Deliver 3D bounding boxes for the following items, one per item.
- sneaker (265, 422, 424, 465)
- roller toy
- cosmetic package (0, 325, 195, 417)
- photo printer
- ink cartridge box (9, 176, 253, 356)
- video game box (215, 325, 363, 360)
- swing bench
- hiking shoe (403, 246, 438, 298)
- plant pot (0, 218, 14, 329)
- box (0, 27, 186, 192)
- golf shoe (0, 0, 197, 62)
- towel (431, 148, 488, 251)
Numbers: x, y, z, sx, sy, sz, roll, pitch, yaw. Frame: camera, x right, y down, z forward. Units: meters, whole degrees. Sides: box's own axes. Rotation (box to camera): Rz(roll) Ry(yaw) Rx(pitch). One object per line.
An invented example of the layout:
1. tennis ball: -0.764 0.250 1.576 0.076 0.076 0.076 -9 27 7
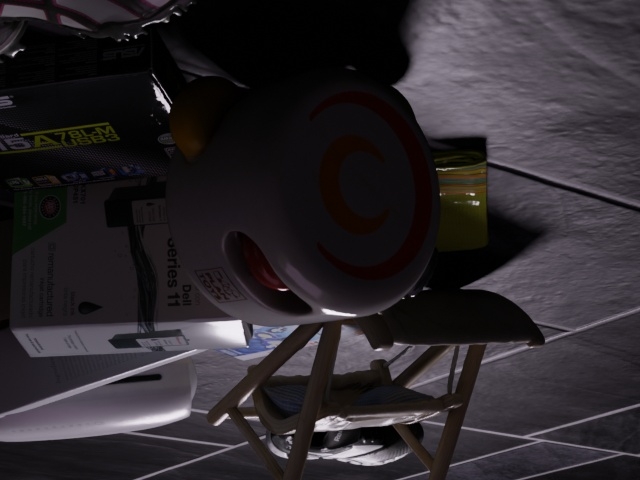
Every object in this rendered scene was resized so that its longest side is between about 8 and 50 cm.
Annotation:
1. sneaker: 0.038 0.283 2.183 0.234 0.078 0.106 1 162 -3
2. roller toy: -0.019 -0.031 1.159 0.209 0.191 0.146 3 171 -42
3. cosmetic package: -0.219 0.100 1.460 0.231 0.085 0.117 -17 175 5
4. photo printer: -0.276 0.173 1.725 0.256 0.107 0.307 -4 172 -12
5. ink cartridge box: -0.168 0.019 1.353 0.208 0.153 0.087 -3 158 1
6. video game box: -0.070 0.078 1.670 0.187 0.048 0.205 -17 155 29
7. swing bench: 0.059 0.147 1.608 0.253 0.165 0.254 5 123 -43
8. hiking shoe: 0.000 0.000 1.443 0.227 0.086 0.114 -7 135 35
9. plant pot: -0.316 0.037 1.438 0.109 0.096 0.109 -14 173 -45
10. box: -0.197 -0.099 1.186 0.191 0.045 0.184 -6 161 8
11. golf shoe: -0.167 -0.181 0.893 0.273 0.105 0.120 -12 150 25
12. towel: 0.110 -0.030 1.430 0.102 0.021 0.237 -3 160 6
